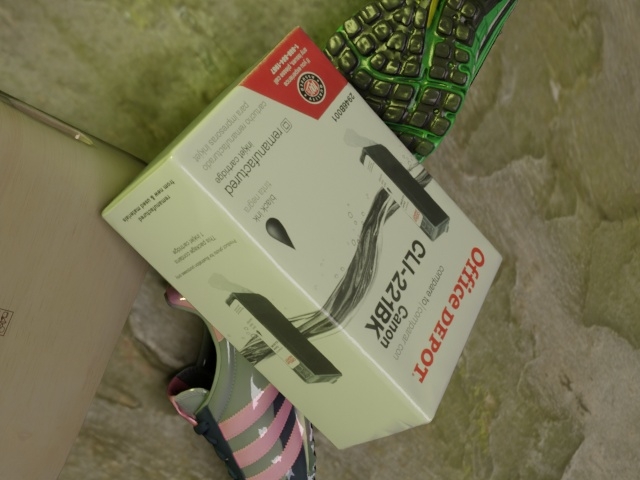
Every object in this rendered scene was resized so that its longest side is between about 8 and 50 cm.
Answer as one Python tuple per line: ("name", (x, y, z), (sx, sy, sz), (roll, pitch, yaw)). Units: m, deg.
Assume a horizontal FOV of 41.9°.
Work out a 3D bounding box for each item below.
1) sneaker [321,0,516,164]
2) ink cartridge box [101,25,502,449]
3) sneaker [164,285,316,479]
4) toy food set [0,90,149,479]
("sneaker", (0.107, -0.184, 0.772), (0.343, 0.134, 0.146), (-54, 170, 9))
("ink cartridge box", (0.000, 0.000, 0.671), (0.273, 0.114, 0.197), (47, 47, -14))
("sneaker", (-0.077, 0.167, 0.786), (0.131, 0.112, 0.319), (-6, 104, -16))
("toy food set", (-0.257, 0.045, 0.608), (0.219, 0.092, 0.306), (27, 83, -52))
